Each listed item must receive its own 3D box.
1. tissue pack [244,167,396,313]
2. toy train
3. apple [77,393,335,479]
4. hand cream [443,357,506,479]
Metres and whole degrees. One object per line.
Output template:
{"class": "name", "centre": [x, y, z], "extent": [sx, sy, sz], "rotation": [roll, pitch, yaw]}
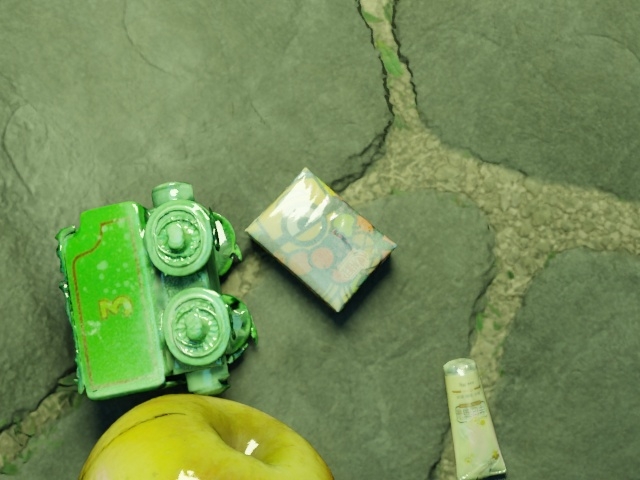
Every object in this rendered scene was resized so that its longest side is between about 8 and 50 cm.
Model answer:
{"class": "tissue pack", "centre": [0.000, 0.000, 0.932], "extent": [0.148, 0.060, 0.108], "rotation": [42, 83, 5]}
{"class": "toy train", "centre": [-0.183, 0.061, 0.884], "extent": [0.188, 0.132, 0.243], "rotation": [-11, 82, 4]}
{"class": "apple", "centre": [-0.116, 0.292, 0.776], "extent": [0.286, 0.286, 0.233], "rotation": [25, 100, 1]}
{"class": "hand cream", "centre": [0.175, 0.211, 0.922], "extent": [0.061, 0.039, 0.143], "rotation": [-12, 87, -7]}
